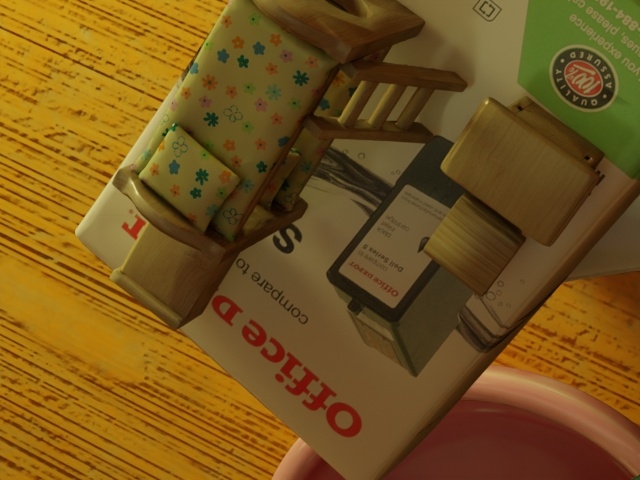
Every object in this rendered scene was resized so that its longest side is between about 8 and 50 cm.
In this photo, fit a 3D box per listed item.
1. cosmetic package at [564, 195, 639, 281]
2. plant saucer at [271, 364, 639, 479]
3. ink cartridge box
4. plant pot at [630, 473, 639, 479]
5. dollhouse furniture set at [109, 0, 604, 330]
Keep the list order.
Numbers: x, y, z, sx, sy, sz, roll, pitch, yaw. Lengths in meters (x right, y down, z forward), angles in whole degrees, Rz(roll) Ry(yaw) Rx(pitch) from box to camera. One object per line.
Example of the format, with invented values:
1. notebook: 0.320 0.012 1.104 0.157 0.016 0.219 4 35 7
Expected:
1. cosmetic package: 0.103 -0.217 0.902 0.161 0.230 0.453 -10 100 25
2. plant saucer: 0.118 0.235 1.094 0.332 0.084 0.332 6 106 21
3. ink cartridge box: 0.042 -0.047 0.780 0.198 0.115 0.273 41 116 8
4. plant pot: 0.213 0.209 0.907 0.165 0.165 0.234 49 114 9
5. dollhouse furniture set: 0.000 0.000 0.688 0.161 0.101 0.182 37 114 10
